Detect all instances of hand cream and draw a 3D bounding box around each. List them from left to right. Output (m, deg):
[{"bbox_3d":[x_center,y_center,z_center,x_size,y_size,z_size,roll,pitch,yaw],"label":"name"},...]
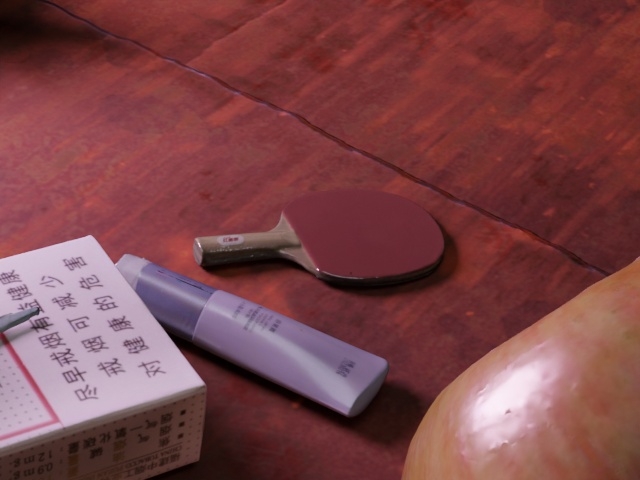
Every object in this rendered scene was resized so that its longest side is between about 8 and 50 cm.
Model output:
[{"bbox_3d":[-0.064,0.079,1.463,0.255,0.048,0.079,24,45,13],"label":"hand cream"}]

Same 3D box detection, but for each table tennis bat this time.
[{"bbox_3d":[0.000,0.000,1.600,0.247,0.022,0.138,-5,40,-21],"label":"table tennis bat"}]

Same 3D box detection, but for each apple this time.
[{"bbox_3d":[0.247,0.192,1.133,0.391,0.391,0.346,-23,69,-35],"label":"apple"}]

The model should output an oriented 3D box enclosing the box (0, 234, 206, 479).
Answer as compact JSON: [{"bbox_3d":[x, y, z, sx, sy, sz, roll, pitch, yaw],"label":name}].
[{"bbox_3d":[-0.283,0.124,1.318,0.330,0.095,0.210,-15,43,-30],"label":"box"}]

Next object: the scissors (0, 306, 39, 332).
[{"bbox_3d":[-0.323,0.091,1.266,0.144,0.017,0.248,28,41,22],"label":"scissors"}]
